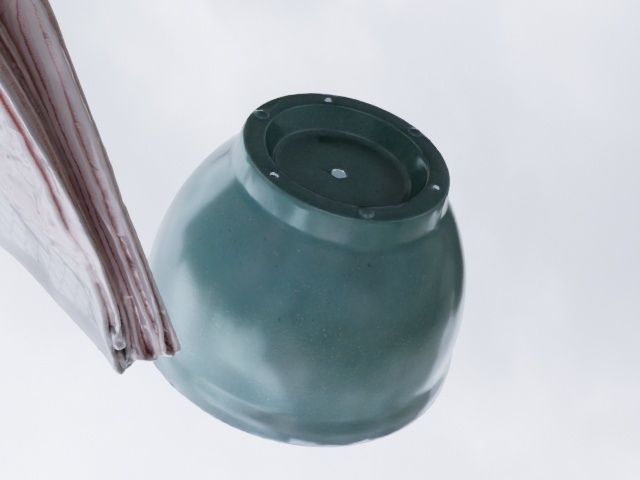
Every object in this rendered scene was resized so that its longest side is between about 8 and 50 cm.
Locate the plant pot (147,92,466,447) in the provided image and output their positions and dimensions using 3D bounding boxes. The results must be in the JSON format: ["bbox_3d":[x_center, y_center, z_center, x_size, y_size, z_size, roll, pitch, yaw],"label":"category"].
[{"bbox_3d":[0.000,0.000,0.844,0.293,0.196,0.293,10,-140,-9],"label":"plant pot"}]

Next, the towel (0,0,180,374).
[{"bbox_3d":[-0.223,-0.104,0.588,0.053,0.317,0.332,-35,-129,-22],"label":"towel"}]
